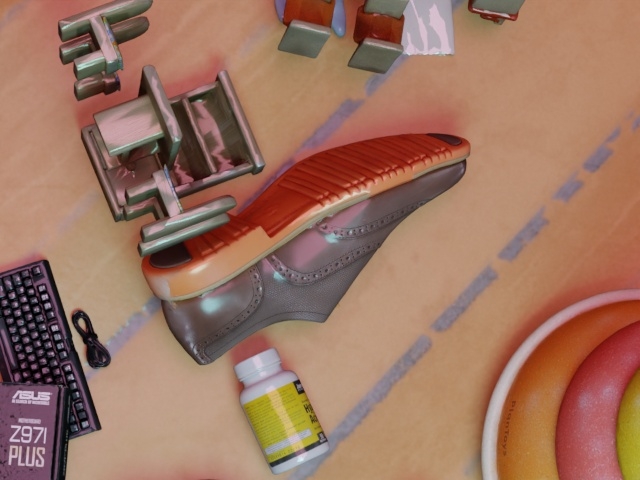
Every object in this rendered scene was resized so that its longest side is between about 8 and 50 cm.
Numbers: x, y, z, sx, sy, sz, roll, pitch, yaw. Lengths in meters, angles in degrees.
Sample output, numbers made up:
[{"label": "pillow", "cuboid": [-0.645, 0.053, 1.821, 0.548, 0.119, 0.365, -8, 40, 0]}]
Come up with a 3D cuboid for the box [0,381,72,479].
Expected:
[{"label": "box", "cuboid": [-0.334, 0.207, 1.592, 0.180, 0.077, 0.147, 5, 82, -2]}]

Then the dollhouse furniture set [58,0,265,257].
[{"label": "dollhouse furniture set", "cuboid": [-0.137, -0.110, 1.600, 0.161, 0.242, 0.212, -21, 85, -11]}]

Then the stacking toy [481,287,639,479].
[{"label": "stacking toy", "cuboid": [0.360, 0.191, 1.498, 0.351, 0.480, 0.350, 1, 81, -8]}]

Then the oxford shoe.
[{"label": "oxford shoe", "cuboid": [0.000, 0.000, 1.683, 0.364, 0.130, 0.132, -26, 114, -15]}]

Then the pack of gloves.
[{"label": "pack of gloves", "cuboid": [0.051, -0.317, 1.763, 0.195, 0.046, 0.232, 2, 80, -7]}]

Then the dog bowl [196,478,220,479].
[{"label": "dog bowl", "cuboid": [-0.129, 0.376, 1.606, 0.166, 0.074, 0.297, 22, 79, -4]}]

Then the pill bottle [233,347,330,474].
[{"label": "pill bottle", "cuboid": [-0.042, 0.169, 1.657, 0.065, 0.065, 0.116, -25, 85, -11]}]

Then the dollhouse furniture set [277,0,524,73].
[{"label": "dollhouse furniture set", "cuboid": [0.086, -0.297, 1.713, 0.259, 0.135, 0.262, 12, 77, -8]}]

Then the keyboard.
[{"label": "keyboard", "cuboid": [-0.268, 0.110, 1.657, 0.108, 0.023, 0.180, -17, 84, -11]}]
